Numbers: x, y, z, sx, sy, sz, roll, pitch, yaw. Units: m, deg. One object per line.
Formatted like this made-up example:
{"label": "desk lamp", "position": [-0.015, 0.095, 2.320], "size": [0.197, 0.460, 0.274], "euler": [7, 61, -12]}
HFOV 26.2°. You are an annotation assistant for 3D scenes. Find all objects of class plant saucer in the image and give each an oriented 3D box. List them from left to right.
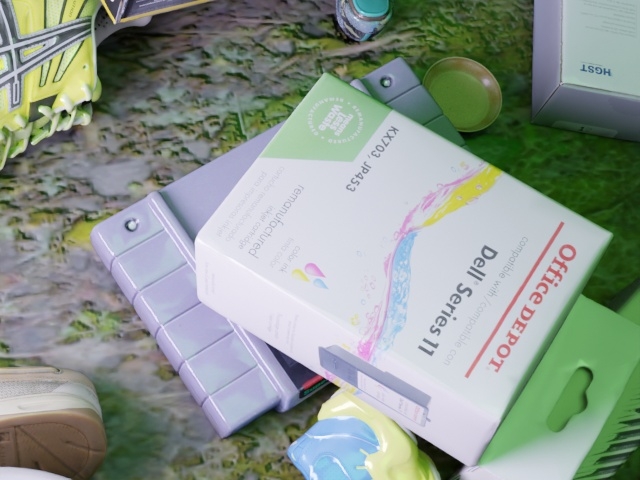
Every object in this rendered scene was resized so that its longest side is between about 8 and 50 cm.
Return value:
{"label": "plant saucer", "position": [0.139, -0.143, 1.369], "size": [0.083, 0.015, 0.083], "euler": [5, 68, -12]}

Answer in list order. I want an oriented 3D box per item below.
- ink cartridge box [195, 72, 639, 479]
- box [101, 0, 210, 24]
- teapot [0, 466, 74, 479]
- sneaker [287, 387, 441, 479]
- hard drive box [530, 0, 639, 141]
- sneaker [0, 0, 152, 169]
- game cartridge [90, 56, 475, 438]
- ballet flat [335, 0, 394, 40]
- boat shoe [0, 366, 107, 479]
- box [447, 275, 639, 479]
{"label": "ink cartridge box", "position": [0.097, 0.039, 1.138], "size": [0.353, 0.119, 0.207], "euler": [30, 64, 10]}
{"label": "box", "position": [-0.097, -0.352, 1.276], "size": [0.322, 0.079, 0.257], "euler": [-20, 71, -29]}
{"label": "teapot", "position": [-0.244, 0.306, 1.021], "size": [0.252, 0.187, 0.256], "euler": [-6, 43, -35]}
{"label": "sneaker", "position": [0.061, 0.243, 1.176], "size": [0.126, 0.091, 0.240], "euler": [-35, 80, -4]}
{"label": "hard drive box", "position": [0.315, -0.225, 1.402], "size": [0.181, 0.089, 0.232], "euler": [10, 67, -9]}
{"label": "sneaker", "position": [-0.278, -0.134, 1.198], "size": [0.147, 0.145, 0.384], "euler": [28, 67, 0]}
{"label": "game cartridge", "position": [0.000, 0.000, 1.259], "size": [0.355, 0.068, 0.230], "euler": [-31, 75, -22]}
{"label": "ballet flat", "position": [0.034, -0.282, 1.373], "size": [0.070, 0.070, 0.188], "euler": [4, 64, -12]}
{"label": "boat shoe", "position": [-0.328, 0.152, 1.107], "size": [0.302, 0.109, 0.098], "euler": [-3, 31, -14]}
{"label": "box", "position": [0.245, 0.147, 1.231], "size": [0.094, 0.113, 0.275], "euler": [45, 68, 5]}
